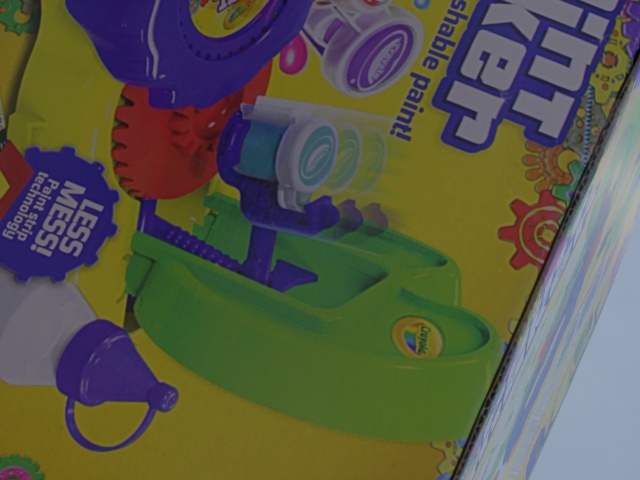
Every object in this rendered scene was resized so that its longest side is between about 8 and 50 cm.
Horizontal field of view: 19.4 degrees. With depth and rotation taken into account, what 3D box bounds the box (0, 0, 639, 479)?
[{"bbox_3d":[0.000,0.000,0.614,0.177,0.290,0.279,22,-19,11],"label":"box"}]
